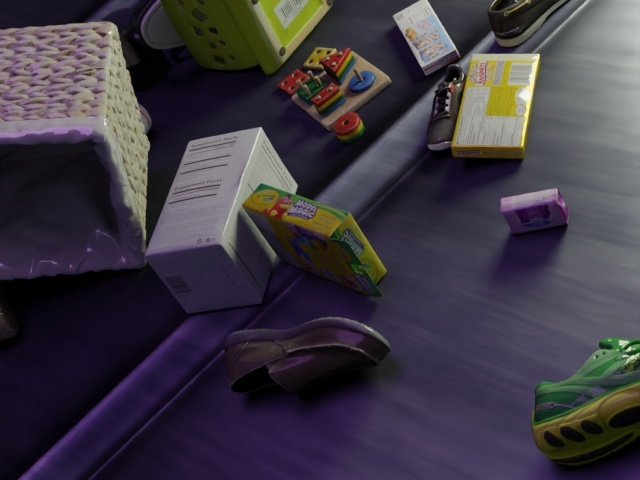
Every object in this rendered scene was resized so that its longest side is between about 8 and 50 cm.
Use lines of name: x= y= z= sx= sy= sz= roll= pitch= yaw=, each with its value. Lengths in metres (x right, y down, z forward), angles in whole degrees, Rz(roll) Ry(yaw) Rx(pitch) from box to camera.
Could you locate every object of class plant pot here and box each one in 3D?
plant pot: x=-0.121 y=-0.436 z=2.348 sx=0.207 sy=0.227 sz=0.228 roll=21 pitch=63 yaw=38

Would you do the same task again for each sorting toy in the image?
sorting toy: x=0.022 y=-0.263 z=2.202 sx=0.132 sy=0.046 sz=0.274 roll=-38 pitch=39 yaw=-6

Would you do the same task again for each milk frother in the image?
milk frother: x=-0.322 y=-0.378 z=2.487 sx=0.129 sy=0.135 sz=0.143 roll=-1 pitch=49 yaw=33

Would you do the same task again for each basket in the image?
basket: x=-0.452 y=-0.136 z=2.090 sx=0.331 sy=0.328 sz=0.266 roll=-5 pitch=51 yaw=3

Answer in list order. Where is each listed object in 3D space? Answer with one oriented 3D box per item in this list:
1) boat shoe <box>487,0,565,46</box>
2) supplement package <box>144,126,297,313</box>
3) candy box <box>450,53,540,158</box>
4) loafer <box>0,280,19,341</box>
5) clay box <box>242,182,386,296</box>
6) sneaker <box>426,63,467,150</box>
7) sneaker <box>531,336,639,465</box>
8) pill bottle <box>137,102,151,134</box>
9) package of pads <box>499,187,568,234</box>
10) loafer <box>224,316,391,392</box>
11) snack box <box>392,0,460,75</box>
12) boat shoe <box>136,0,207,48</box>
boat shoe: x=0.349 y=-0.404 z=2.104 sx=0.081 sy=0.069 sz=0.228 roll=23 pitch=65 yaw=46
supplement package: x=-0.144 y=-0.031 z=2.002 sx=0.134 sy=0.139 sz=0.244 roll=-9 pitch=44 yaw=26
candy box: x=0.261 y=-0.201 z=1.971 sx=0.105 sy=0.027 sz=0.206 roll=1 pitch=49 yaw=19
loafer: x=-0.575 y=0.079 z=2.214 sx=0.092 sy=0.102 sz=0.268 roll=-29 pitch=39 yaw=-4
clay box: x=0.000 y=0.000 z=1.878 sx=0.222 sy=0.127 sz=0.053 roll=20 pitch=63 yaw=44
sneaker: x=0.185 y=-0.203 z=2.011 sx=0.061 sy=0.065 sz=0.158 roll=-6 pitch=46 yaw=29
sneaker: x=0.367 y=0.145 z=1.489 sx=0.295 sy=0.109 sz=0.123 roll=-23 pitch=44 yaw=13
pill bottle: x=-0.369 y=-0.169 z=2.341 sx=0.087 sy=0.087 sz=0.160 roll=5 pitch=52 yaw=38
package of pads: x=0.285 y=-0.039 z=1.783 sx=0.083 sy=0.050 sz=0.032 roll=-11 pitch=44 yaw=26
loafer: x=-0.021 y=0.164 z=1.766 sx=0.251 sy=0.094 sz=0.087 roll=-10 pitch=56 yaw=33
snack box: x=0.172 y=-0.336 z=2.193 sx=0.064 sy=0.022 sz=0.178 roll=-27 pitch=39 yaw=6
boat shoe: x=-0.234 y=-0.449 z=2.450 sx=0.091 sy=0.114 sz=0.302 roll=22 pitch=46 yaw=38
